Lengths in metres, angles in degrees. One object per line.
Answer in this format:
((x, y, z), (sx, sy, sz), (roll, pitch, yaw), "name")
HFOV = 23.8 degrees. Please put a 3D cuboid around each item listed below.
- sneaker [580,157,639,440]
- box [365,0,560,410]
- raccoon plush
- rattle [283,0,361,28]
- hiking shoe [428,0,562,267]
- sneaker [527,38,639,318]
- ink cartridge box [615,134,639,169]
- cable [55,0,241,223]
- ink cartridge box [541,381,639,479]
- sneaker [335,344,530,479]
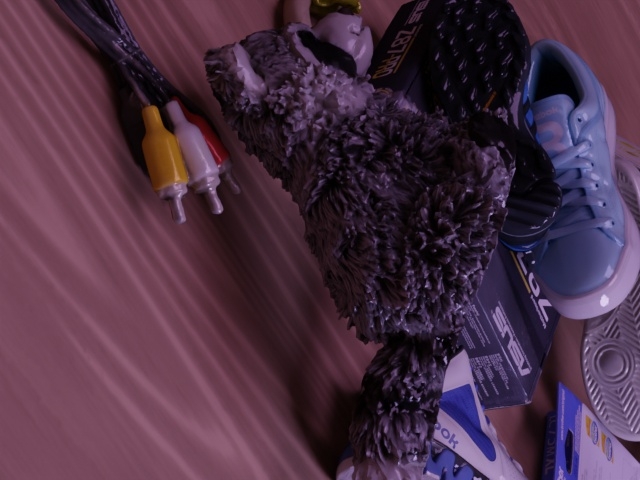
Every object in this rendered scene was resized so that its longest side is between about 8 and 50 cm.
((0.400, 0.072, 1.903), (0.148, 0.131, 0.350), (0, 87, -60), "sneaker")
((0.167, -0.051, 1.761), (0.394, 0.097, 0.318), (62, 35, -24), "box")
((0.000, 0.000, 1.407), (0.299, 0.216, 0.446), (16, 67, -4), "raccoon plush")
((0.036, -0.214, 1.667), (0.199, 0.143, 0.130), (-84, 154, -42), "rattle")
((0.181, -0.127, 1.652), (0.132, 0.113, 0.304), (81, 0, -68), "hiking shoe")
((0.268, -0.081, 1.732), (0.150, 0.135, 0.365), (46, 30, -40), "sneaker")
((0.453, -0.106, 2.166), (0.171, 0.056, 0.235), (33, 25, 26), "ink cartridge box")
((-0.157, -0.156, 1.421), (0.139, 0.072, 0.287), (-32, 101, -57), "cable")
((0.349, 0.334, 1.871), (0.311, 0.065, 0.185), (47, 38, -33), "ink cartridge box")
((0.146, 0.207, 1.602), (0.315, 0.127, 0.182), (33, 50, -39), "sneaker")
